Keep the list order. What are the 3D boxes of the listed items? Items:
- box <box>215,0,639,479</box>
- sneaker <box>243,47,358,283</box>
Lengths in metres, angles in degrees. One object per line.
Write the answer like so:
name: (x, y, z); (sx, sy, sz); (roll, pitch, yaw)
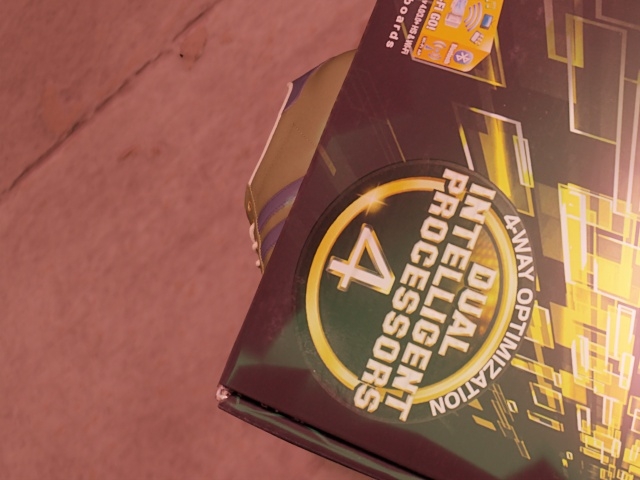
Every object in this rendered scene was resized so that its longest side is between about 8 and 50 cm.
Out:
box: (0.174, -0.058, 0.720); (0.318, 0.097, 0.395); (22, 86, 28)
sneaker: (0.000, 0.000, 0.903); (0.086, 0.064, 0.192); (-2, 70, 47)
